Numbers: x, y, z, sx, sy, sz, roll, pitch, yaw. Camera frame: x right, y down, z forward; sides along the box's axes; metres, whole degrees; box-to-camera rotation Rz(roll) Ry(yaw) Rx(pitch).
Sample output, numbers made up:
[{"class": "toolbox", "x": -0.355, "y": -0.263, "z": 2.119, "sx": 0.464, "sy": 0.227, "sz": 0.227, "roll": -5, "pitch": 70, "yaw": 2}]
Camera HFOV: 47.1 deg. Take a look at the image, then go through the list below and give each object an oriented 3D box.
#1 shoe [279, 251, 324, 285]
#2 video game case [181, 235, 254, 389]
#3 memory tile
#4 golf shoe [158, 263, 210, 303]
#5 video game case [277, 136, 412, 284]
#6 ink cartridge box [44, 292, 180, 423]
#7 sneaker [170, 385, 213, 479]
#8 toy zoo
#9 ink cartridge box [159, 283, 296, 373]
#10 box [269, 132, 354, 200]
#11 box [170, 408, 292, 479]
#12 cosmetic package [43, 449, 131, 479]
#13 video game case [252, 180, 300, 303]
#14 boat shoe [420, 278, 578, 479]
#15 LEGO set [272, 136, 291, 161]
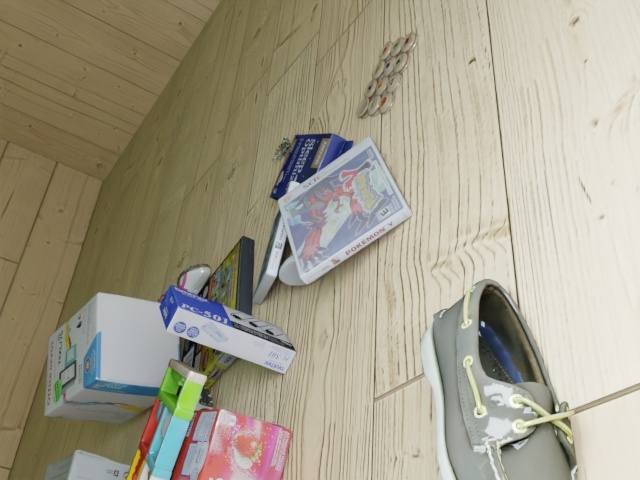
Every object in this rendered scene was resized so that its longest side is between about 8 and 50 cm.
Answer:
[{"class": "shoe", "x": 0.000, "y": 0.000, "z": 1.168, "sx": 0.178, "sy": 0.063, "sz": 0.081, "roll": -40, "pitch": 33, "yaw": 36}, {"class": "video game case", "x": -0.209, "y": 0.164, "z": 1.479, "sx": 0.248, "sy": 0.035, "sz": 0.274, "roll": -49, "pitch": 28, "yaw": 35}, {"class": "memory tile", "x": 0.111, "y": -0.278, "z": 1.245, "sx": 0.113, "sy": 0.012, "sz": 0.148, "roll": 8, "pitch": 76, "yaw": 66}, {"class": "golf shoe", "x": -0.300, "y": 0.125, "z": 1.682, "sx": 0.186, "sy": 0.067, "sz": 0.086, "roll": -47, "pitch": 59, "yaw": 33}, {"class": "video game case", "x": 0.028, "y": -0.050, "z": 1.096, "sx": 0.183, "sy": 0.023, "sz": 0.201, "roll": -34, "pitch": 38, "yaw": 12}, {"class": "ink cartridge box", "x": -0.465, "y": 0.270, "z": 1.637, "sx": 0.270, "sy": 0.197, "sz": 0.198, "roll": -35, "pitch": 51, "yaw": 40}, {"class": "sneaker", "x": -0.245, "y": 0.393, "z": 1.303, "sx": 0.118, "sy": 0.107, "sz": 0.279, "roll": 114, "pitch": 168, "yaw": -53}, {"class": "toy zoo", "x": -0.259, "y": 0.337, "z": 1.149, "sx": 0.192, "sy": 0.030, "sz": 0.293, "roll": -7, "pitch": 63, "yaw": 70}, {"class": "ink cartridge box", "x": -0.146, "y": 0.140, "z": 1.155, "sx": 0.046, "sy": 0.207, "sz": 0.097, "roll": -62, "pitch": 24, "yaw": 8}, {"class": "box", "x": -0.021, "y": -0.130, "z": 1.357, "sx": 0.225, "sy": 0.037, "sz": 0.136, "roll": 16, "pitch": 83, "yaw": 65}, {"class": "box", "x": -0.146, "y": 0.379, "z": 1.043, "sx": 0.128, "sy": 0.123, "sz": 0.256, "roll": -26, "pitch": 46, "yaw": 58}, {"class": "cosmetic package", "x": -0.528, "y": 0.663, "z": 1.535, "sx": 0.217, "sy": 0.156, "sz": 0.385, "roll": -35, "pitch": 37, "yaw": 46}, {"class": "video game case", "x": -0.080, "y": 0.008, "z": 1.299, "sx": 0.190, "sy": 0.022, "sz": 0.173, "roll": 124, "pitch": 161, "yaw": -67}, {"class": "boat shoe", "x": 0.161, "y": 0.150, "z": 0.635, "sx": 0.091, "sy": 0.109, "sz": 0.305, "roll": -59, "pitch": 21, "yaw": 28}, {"class": "LEGO set", "x": -0.078, "y": -0.192, "z": 1.553, "sx": 0.054, "sy": 0.023, "sz": 0.083, "roll": -66, "pitch": 11, "yaw": -4}]
